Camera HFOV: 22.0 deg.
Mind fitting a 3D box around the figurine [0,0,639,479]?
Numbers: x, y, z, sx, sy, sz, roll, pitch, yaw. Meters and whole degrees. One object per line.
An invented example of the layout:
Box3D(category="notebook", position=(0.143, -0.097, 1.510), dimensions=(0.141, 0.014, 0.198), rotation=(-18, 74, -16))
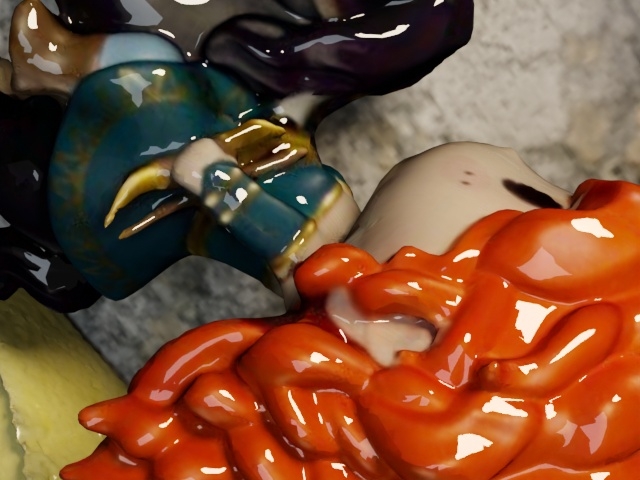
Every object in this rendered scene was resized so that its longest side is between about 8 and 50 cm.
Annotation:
Box3D(category="figurine", position=(-0.001, -0.012, 0.726), dimensions=(0.306, 0.241, 0.412), rotation=(-29, 80, -2))

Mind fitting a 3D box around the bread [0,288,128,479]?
Box3D(category="bread", position=(-0.220, 0.167, 0.848), dimensions=(0.263, 0.198, 0.236), rotation=(-39, 87, 21))
